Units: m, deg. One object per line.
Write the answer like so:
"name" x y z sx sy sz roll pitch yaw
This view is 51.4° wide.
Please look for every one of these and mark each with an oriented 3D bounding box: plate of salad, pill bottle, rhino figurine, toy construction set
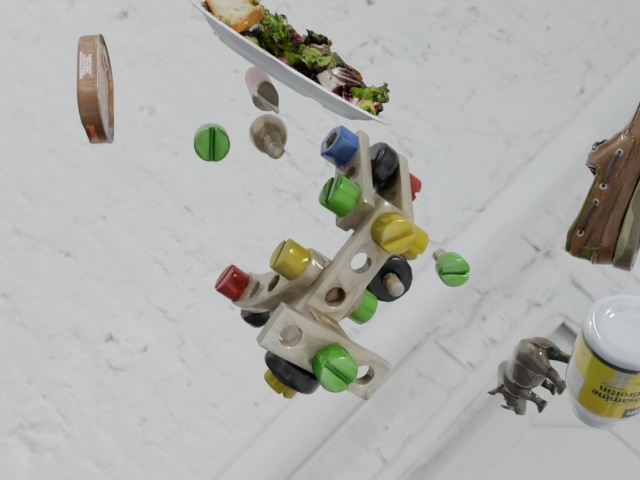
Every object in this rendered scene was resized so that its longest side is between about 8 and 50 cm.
"plate of salad" -0.018 -0.161 0.570 0.200 0.048 0.200 30 14 -9
"pill bottle" 0.359 0.156 0.813 0.103 0.103 0.184 41 -26 35
"rhino figurine" 0.371 0.251 1.196 0.106 0.073 0.243 38 -32 17
"toy construction set" 0.000 0.000 0.625 0.308 0.258 0.237 61 2 -24

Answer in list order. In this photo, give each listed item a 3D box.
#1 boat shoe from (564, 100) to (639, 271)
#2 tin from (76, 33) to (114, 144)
"boat shoe" 0.439 -0.113 0.969 0.105 0.307 0.111 16 -4 29
"tin" -0.345 -0.233 1.020 0.106 0.040 0.189 103 -20 -58
